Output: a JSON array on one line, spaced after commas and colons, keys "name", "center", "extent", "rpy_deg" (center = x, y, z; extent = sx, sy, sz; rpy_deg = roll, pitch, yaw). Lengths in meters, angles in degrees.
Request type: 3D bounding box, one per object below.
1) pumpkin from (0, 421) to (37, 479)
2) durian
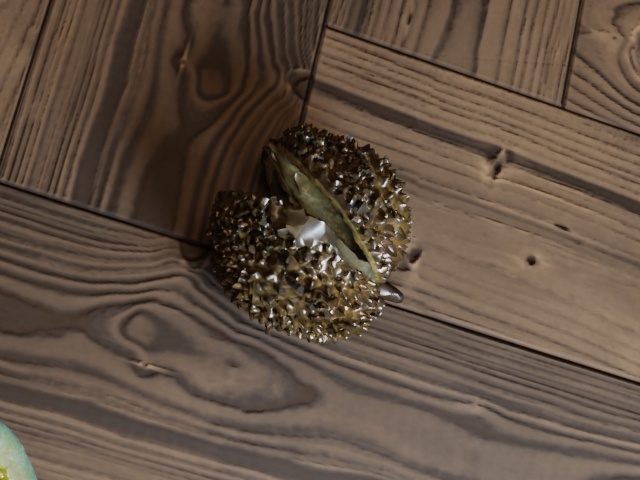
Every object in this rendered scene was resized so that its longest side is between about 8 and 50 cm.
[{"name": "pumpkin", "center": [-0.342, 0.275, 1.258], "extent": [0.293, 0.197, 0.263], "rpy_deg": [-60, 140, -47]}, {"name": "durian", "center": [0.000, 0.000, 1.506], "extent": [0.196, 0.167, 0.196], "rpy_deg": [-3, 99, -17]}]
